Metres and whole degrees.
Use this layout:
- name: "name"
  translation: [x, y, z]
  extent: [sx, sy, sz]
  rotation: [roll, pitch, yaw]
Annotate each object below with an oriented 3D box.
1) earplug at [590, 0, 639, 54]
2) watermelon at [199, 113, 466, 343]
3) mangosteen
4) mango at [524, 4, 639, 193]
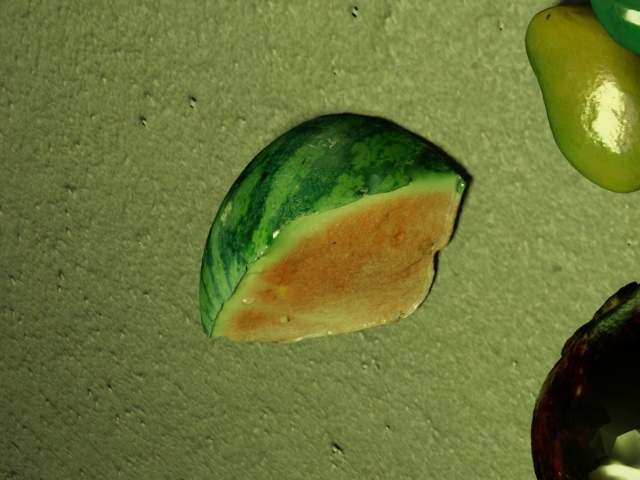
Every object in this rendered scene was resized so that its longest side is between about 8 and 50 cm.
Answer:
- name: "earplug"
  translation: [0.329, -0.256, 1.067]
  extent: [0.258, 0.164, 0.280]
  rotation: [11, 140, 8]
- name: "watermelon"
  translation: [-0.033, 0.003, 1.545]
  extent: [0.319, 0.222, 0.292]
  rotation: [34, 139, 28]
- name: "mangosteen"
  translation: [0.350, 0.172, 1.165]
  extent: [0.330, 0.330, 0.330]
  rotation: [26, 131, 34]
- name: "mango"
  translation: [0.264, -0.135, 1.239]
  extent: [0.122, 0.085, 0.191]
  rotation: [-15, 104, 53]
